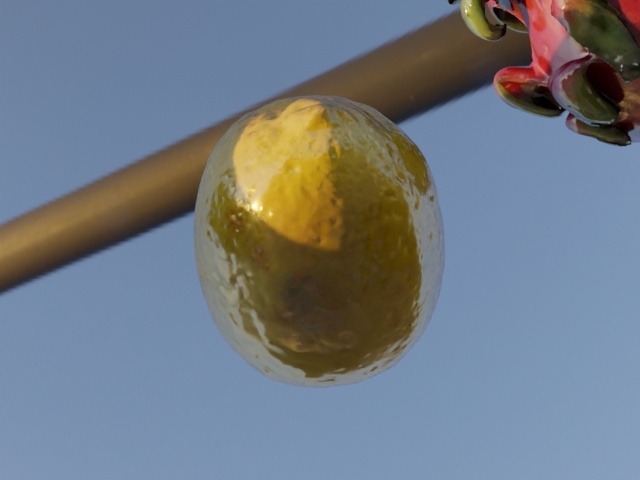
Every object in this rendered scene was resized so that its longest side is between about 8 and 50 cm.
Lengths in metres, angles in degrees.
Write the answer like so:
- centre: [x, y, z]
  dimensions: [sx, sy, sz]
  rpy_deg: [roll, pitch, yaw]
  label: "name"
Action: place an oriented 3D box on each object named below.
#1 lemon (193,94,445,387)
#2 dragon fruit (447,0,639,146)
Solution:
- centre: [0.000, 0.000, 0.703]
  dimensions: [0.170, 0.170, 0.207]
  rpy_deg: [-10, -61, -7]
  label: "lemon"
- centre: [0.226, -0.164, 0.831]
  dimensions: [0.218, 0.273, 0.198]
  rpy_deg: [-47, -40, -25]
  label: "dragon fruit"
